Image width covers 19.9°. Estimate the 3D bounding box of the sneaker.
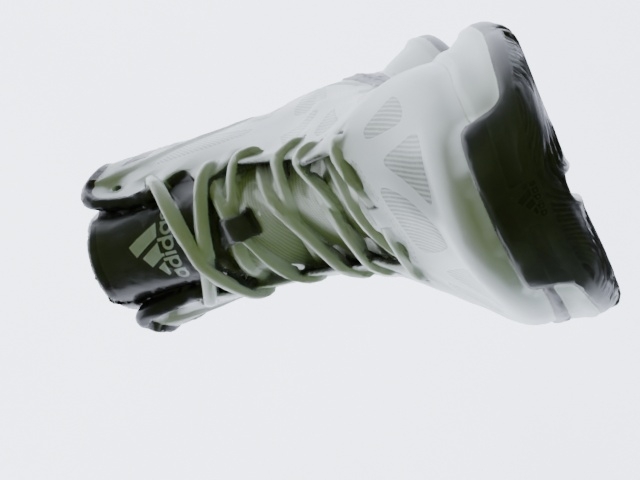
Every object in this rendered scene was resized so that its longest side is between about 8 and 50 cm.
[{"bbox_3d":[0.000,0.001,1.026,0.257,0.447,0.169,-24,-82,-2],"label":"sneaker"}]
